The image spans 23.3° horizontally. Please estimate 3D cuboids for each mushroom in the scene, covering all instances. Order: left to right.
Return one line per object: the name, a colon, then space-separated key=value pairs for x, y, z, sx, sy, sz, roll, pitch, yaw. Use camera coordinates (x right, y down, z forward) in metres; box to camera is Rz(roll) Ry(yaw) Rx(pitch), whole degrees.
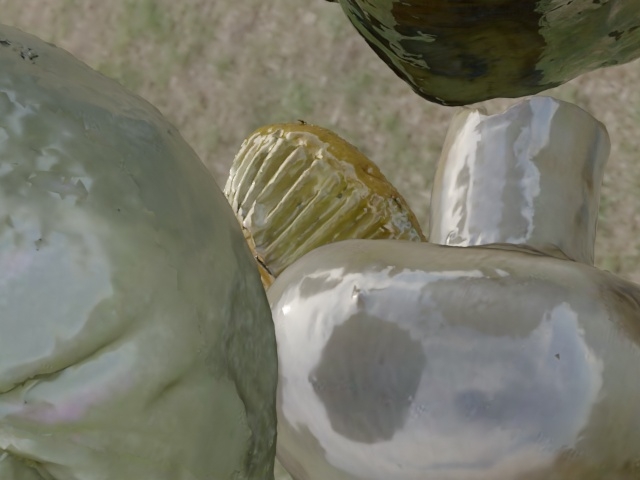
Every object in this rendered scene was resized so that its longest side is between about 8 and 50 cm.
mushroom: x=0.114 y=0.049 z=0.898 sx=0.292 sy=0.292 sz=0.290 roll=-8 pitch=57 yaw=47

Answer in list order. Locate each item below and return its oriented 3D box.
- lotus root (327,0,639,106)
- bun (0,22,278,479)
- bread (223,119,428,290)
lotus root: x=0.074 y=-0.203 z=0.630 sx=0.250 sy=0.346 sz=0.250 roll=-1 pitch=80 yaw=8
bun: x=-0.185 y=0.061 z=0.687 sx=0.326 sy=0.362 sz=0.234 roll=-46 pitch=11 yaw=6
bread: x=0.002 y=-0.002 z=1.416 sx=0.139 sy=0.240 sz=0.240 roll=-42 pitch=42 yaw=-8
